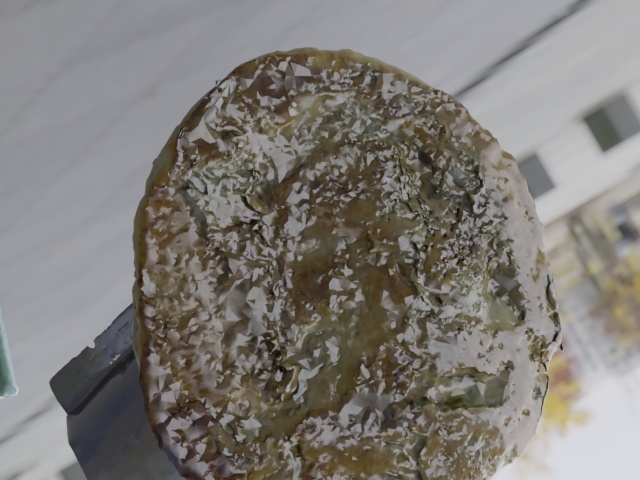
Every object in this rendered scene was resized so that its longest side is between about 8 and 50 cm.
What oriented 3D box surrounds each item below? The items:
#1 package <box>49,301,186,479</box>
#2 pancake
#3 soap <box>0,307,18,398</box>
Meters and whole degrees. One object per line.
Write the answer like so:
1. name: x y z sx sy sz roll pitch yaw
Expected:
1. package: -0.093 0.157 1.582 0.204 0.251 0.062 -42 161 26
2. pancake: 0.022 0.042 1.391 0.356 0.356 0.065 -28 -179 -23
3. soap: -0.358 0.067 1.934 0.063 0.198 0.114 -10 172 -29
